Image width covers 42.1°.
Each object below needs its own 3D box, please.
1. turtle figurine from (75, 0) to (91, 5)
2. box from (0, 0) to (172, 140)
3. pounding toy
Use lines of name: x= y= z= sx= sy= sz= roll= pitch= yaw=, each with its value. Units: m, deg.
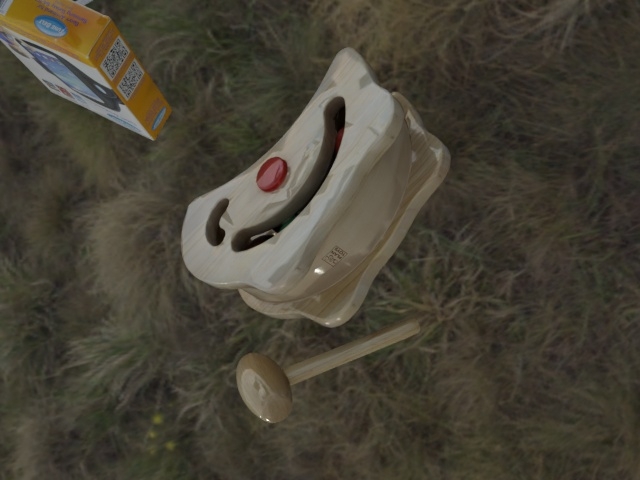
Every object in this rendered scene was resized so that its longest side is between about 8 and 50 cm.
turtle figurine: x=-0.203 y=-0.412 z=1.102 sx=0.266 sy=0.198 sz=0.275 roll=30 pitch=138 yaw=19
box: x=-0.138 y=-0.101 z=0.482 sx=0.081 sy=0.136 sz=0.028 roll=26 pitch=78 yaw=11
pounding toy: x=0.000 y=0.000 z=0.668 sx=0.270 sy=0.154 sz=0.154 roll=-56 pitch=41 yaw=0
